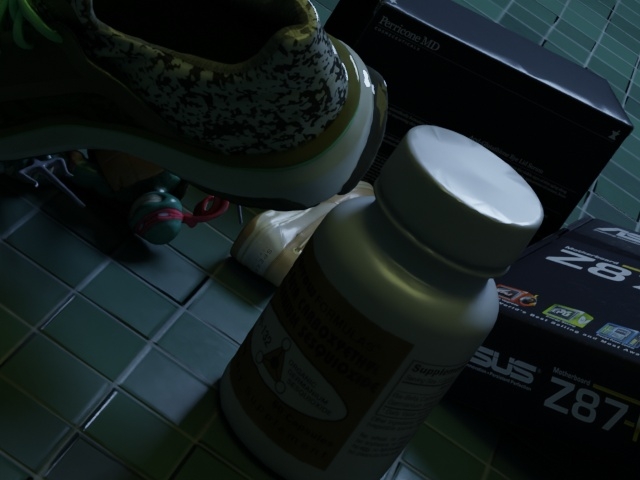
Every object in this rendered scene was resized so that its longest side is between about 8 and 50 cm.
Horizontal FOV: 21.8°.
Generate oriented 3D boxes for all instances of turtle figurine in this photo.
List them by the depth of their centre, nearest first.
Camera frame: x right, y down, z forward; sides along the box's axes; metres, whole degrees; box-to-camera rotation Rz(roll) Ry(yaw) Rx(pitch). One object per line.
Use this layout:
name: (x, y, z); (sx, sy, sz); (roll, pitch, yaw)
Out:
turtle figurine: (-0.146, -0.080, 1.220); (0.118, 0.175, 0.234); (85, -18, -67)

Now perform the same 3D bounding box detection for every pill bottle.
pill bottle: (0.041, 0.045, 1.085); (0.131, 0.229, 0.131); (26, 27, -15)

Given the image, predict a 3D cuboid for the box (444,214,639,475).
box: (0.325, 0.108, 1.313); (0.395, 0.097, 0.318); (21, 19, 25)

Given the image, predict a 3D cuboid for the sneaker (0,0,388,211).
sneaker: (-0.160, -0.146, 1.092); (0.410, 0.182, 0.158); (8, 63, 9)

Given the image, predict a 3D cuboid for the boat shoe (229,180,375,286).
boat shoe: (0.000, 0.000, 1.312); (0.059, 0.063, 0.170); (46, 38, 17)

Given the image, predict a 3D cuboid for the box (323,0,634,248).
box: (0.110, -0.102, 1.463); (0.261, 0.184, 0.103); (24, 28, -21)
